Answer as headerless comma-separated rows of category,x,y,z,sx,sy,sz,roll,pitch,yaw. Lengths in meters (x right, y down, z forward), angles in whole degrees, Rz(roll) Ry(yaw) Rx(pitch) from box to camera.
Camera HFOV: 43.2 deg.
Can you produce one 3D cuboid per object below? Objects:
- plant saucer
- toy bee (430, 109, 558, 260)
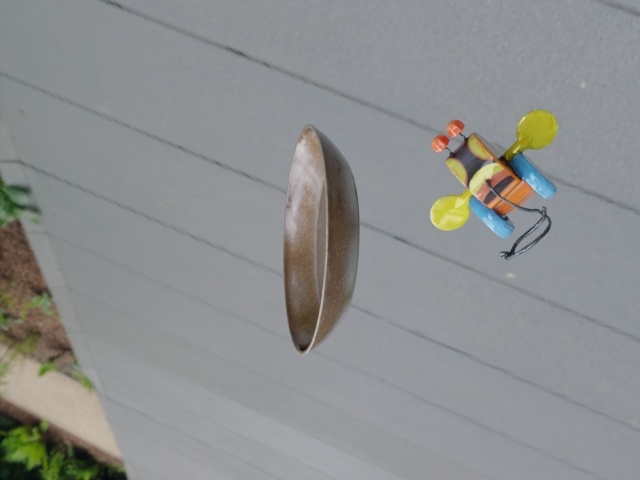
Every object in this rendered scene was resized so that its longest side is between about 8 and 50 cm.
plant saucer,0.000,0.000,0.703,0.036,0.199,0.199,2,153,-13
toy bee,0.223,-0.095,1.028,0.162,0.195,0.298,46,177,0
